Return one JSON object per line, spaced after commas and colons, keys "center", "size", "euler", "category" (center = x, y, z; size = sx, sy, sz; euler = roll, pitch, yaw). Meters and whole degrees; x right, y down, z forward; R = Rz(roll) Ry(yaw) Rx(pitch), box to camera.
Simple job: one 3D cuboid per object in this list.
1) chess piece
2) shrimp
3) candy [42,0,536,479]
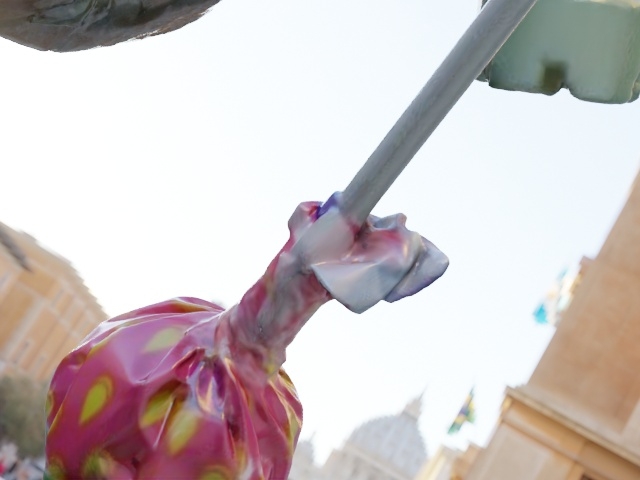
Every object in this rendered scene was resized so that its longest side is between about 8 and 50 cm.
{"center": [0.180, -0.246, 0.888], "size": [0.194, 0.299, 0.194], "euler": [8, 11, -2], "category": "chess piece"}
{"center": [-0.074, -0.205, 0.782], "size": [0.075, 0.289, 0.178], "euler": [46, 2, 35], "category": "shrimp"}
{"center": [0.000, 0.000, 0.567], "size": [0.124, 0.365, 0.124], "euler": [32, 21, -14], "category": "candy"}
